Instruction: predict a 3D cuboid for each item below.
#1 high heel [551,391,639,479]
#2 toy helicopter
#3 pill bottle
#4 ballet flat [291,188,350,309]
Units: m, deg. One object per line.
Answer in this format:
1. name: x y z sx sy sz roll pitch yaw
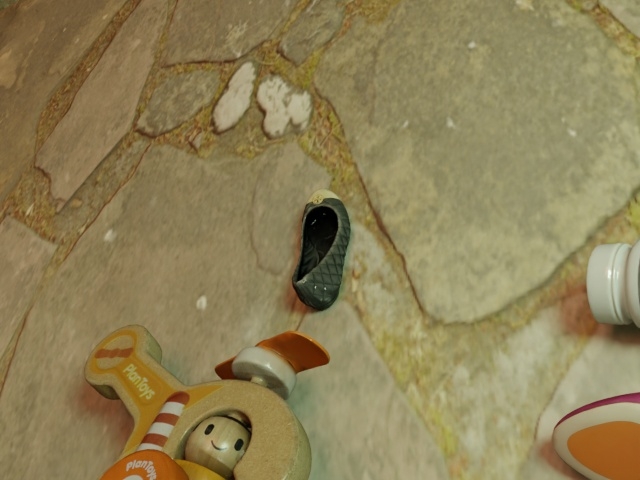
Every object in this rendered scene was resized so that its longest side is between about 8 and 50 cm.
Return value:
1. high heel: 0.287 0.117 0.593 0.244 0.082 0.117 -20 6 42
2. toy helicopter: -0.127 0.155 0.813 0.235 0.140 0.355 -45 35 -13
3. pill bottle: 0.282 0.034 0.658 0.137 0.078 0.078 -2 50 37
4. ballet flat: 0.000 0.000 0.939 0.058 0.049 0.173 -20 41 20
